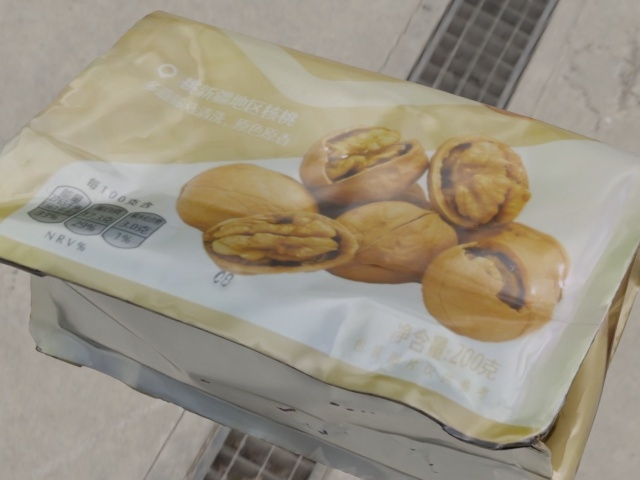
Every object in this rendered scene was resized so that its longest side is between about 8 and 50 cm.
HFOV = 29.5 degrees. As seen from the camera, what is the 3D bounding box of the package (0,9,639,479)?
[{"bbox_3d":[-0.002,0.027,0.635,0.311,0.165,0.221,19,47,19],"label":"package"}]
